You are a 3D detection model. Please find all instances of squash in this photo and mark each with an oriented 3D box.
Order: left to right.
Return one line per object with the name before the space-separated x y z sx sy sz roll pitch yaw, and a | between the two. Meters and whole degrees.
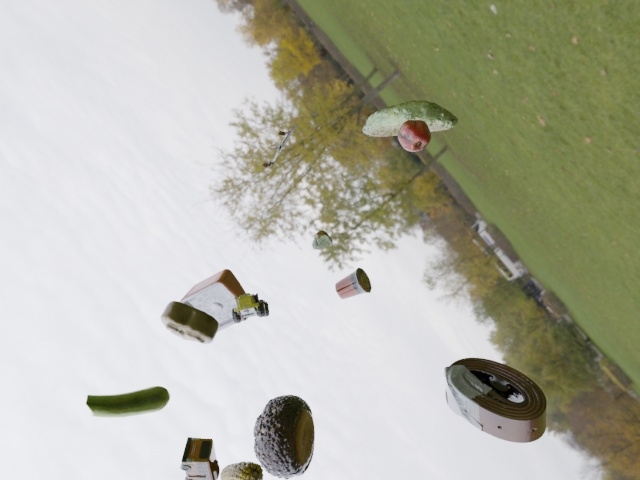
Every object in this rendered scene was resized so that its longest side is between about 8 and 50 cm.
squash | -0.600 0.509 1.463 0.249 0.083 0.083 2 -140 -27

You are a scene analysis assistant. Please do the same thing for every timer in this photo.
timer | -0.476 0.295 2.205 0.250 0.257 0.161 58 -160 -15

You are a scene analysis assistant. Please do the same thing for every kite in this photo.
kite | -0.136 -0.313 1.570 0.022 0.204 0.360 33 -164 -5

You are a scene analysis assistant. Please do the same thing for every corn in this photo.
corn | -0.316 0.906 1.789 0.101 0.313 0.102 17 -123 -27

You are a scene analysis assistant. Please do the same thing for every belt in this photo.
belt | 0.564 0.517 1.530 0.338 0.217 0.122 20 132 46

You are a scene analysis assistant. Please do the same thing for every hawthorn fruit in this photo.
hawthorn fruit | 0.257 -0.283 1.265 0.093 0.093 0.093 45 -164 -16

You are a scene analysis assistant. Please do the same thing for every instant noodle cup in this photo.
instant noodle cup | 0.146 0.207 2.144 0.127 0.135 0.127 40 -146 -36

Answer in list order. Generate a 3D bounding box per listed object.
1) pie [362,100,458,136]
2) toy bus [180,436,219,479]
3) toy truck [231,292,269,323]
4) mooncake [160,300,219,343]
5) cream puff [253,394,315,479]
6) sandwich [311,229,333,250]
pie | 0.278 -0.382 1.493 0.323 0.322 0.071 -18 -75 -74
toy bus | -0.424 0.798 1.661 0.098 0.114 0.201 -89 0 -55
toy truck | -0.285 0.272 1.912 0.286 0.136 0.111 97 161 -81
mooncake | -0.539 0.350 1.923 0.234 0.234 0.117 40 -123 -30
cream puff | -0.112 0.591 1.417 0.239 0.164 0.239 -4 -90 -73
sandwich | 0.000 0.000 2.093 0.036 0.093 0.105 59 180 35
